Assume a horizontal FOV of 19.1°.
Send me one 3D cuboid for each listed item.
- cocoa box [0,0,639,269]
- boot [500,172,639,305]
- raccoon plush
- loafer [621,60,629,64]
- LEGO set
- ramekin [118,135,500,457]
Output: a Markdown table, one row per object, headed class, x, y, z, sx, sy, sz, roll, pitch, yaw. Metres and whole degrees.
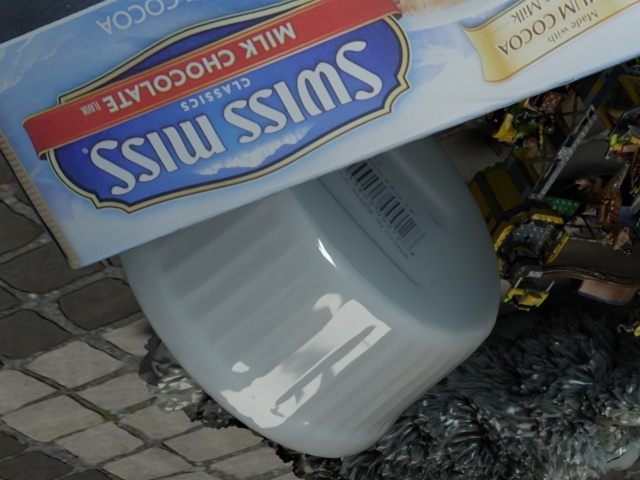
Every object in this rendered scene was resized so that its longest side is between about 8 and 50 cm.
| class | x | y | z | sx | sy | sz | roll | pitch | yaw |
| --- | --- | --- | --- | --- | --- | --- | --- | --- | --- |
| cocoa box | -0.011 | -0.178 | 0.958 | 0.347 | 0.231 | 0.228 | -20 | 115 | 18 |
| boot | 0.192 | -0.022 | 1.572 | 0.219 | 0.082 | 0.106 | 13 | 122 | -28 |
| raccoon plush | 0.104 | 0.136 | 1.688 | 0.446 | 0.216 | 0.299 | 17 | 134 | -39 |
| loafer | 0.142 | -0.210 | 1.201 | 0.109 | 0.095 | 0.302 | -49 | 147 | 6 |
| LEGO set | 0.288 | -0.013 | 1.418 | 0.331 | 0.192 | 0.255 | 16 | 126 | -34 |
| ramekin | 0.000 | 0.000 | 1.328 | 0.277 | 0.277 | 0.135 | 20 | 132 | -43 |
